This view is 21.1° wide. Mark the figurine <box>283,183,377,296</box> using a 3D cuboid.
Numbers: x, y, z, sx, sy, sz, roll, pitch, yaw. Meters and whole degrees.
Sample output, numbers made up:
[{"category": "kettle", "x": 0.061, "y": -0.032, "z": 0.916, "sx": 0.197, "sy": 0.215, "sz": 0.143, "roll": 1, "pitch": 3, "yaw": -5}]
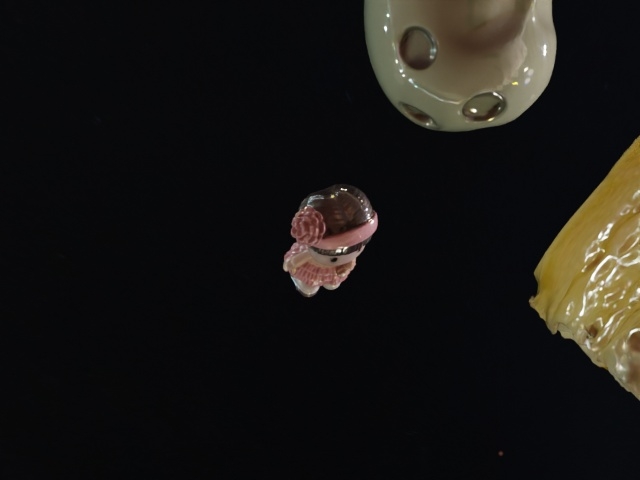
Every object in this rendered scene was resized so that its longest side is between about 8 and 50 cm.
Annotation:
[{"category": "figurine", "x": 0.000, "y": 0.000, "z": 1.320, "sx": 0.072, "sy": 0.129, "sz": 0.054, "roll": -12, "pitch": -109, "yaw": -17}]

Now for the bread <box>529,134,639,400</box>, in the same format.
[{"category": "bread", "x": 0.364, "y": -0.016, "z": 1.066, "sx": 0.250, "sy": 0.361, "sz": 0.394, "roll": 39, "pitch": -90, "yaw": -16}]

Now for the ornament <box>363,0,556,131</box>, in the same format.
[{"category": "ornament", "x": 0.049, "y": -0.118, "z": 0.635, "sx": 0.081, "sy": 0.075, "sz": 0.156, "roll": 1, "pitch": -78, "yaw": 45}]
